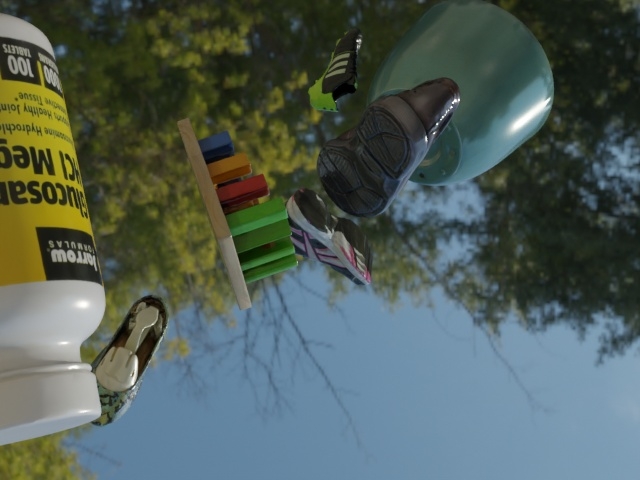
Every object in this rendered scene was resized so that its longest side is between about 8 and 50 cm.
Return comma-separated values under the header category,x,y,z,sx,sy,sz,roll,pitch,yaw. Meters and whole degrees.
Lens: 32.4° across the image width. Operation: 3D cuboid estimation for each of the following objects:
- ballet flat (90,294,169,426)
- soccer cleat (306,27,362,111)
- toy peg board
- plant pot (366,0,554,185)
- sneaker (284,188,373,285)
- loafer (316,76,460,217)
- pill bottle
category,x,y,z,sx,sy,sz,roll,pitch,yaw
ballet flat,-0.230,0.133,1.302,0.070,0.070,0.188,4,-140,14
soccer cleat,0.042,-0.301,1.959,0.072,0.060,0.179,21,-112,22
toy peg board,-0.086,-0.036,1.206,0.079,0.161,0.161,-18,-121,-6
plant pot,0.213,-0.230,1.876,0.293,0.293,0.235,19,-136,29
sneaker,0.000,0.000,1.479,0.077,0.178,0.072,-23,-144,33
loafer,0.081,-0.106,1.289,0.095,0.302,0.109,-35,-92,-19
pill bottle,-0.283,-0.003,0.906,0.187,0.188,0.334,-13,-101,-7
